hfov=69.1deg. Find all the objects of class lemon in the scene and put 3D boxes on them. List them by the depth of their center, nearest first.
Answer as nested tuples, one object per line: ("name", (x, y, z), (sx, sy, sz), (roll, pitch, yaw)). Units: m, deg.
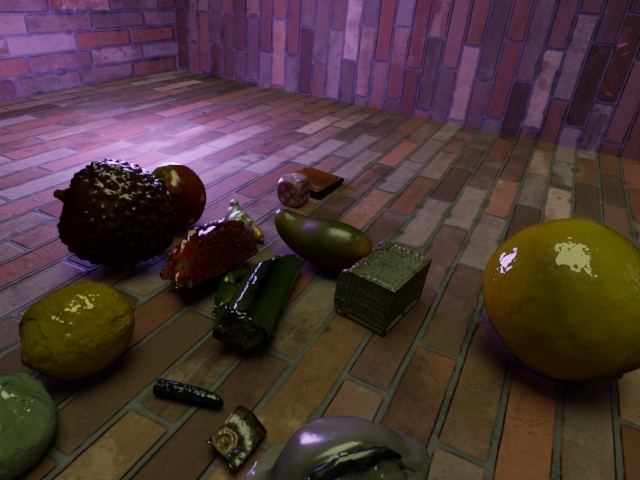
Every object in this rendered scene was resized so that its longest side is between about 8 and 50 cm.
("lemon", (-0.448, 0.164, 0.867), (0.181, 0.180, 0.193), (28, 66, 34))
("lemon", (0.507, 0.120, 0.955), (0.348, 0.347, 0.348), (4, 30, -2))

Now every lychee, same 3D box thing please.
("lychee", (-0.511, -0.065, 1.162), (0.304, 0.275, 0.275), (19, 28, -11))

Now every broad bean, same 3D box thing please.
("broad bean", (-0.218, 0.122, 1.105), (0.070, 0.048, 0.213), (6, 27, 3))

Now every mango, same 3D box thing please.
("mango", (0.003, 0.003, 1.254), (0.289, 0.146, 0.129), (19, 73, 32))

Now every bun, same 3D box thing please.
("bun", (-0.516, 0.279, 0.719), (0.196, 0.118, 0.195), (1, 28, -1))

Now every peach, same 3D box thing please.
("peach", (-0.420, -0.121, 1.363), (0.197, 0.197, 0.197), (4, 30, -2))

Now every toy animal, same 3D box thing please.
("toy animal", (-0.244, -0.028, 1.345), (0.127, 0.131, 0.181), (-29, 24, 5))

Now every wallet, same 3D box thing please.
("wallet", (-0.024, -0.218, 1.738), (0.161, 0.042, 0.195), (23, 32, 20))

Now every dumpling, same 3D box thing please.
("dumpling", (0.014, 0.325, 0.685), (0.293, 0.163, 0.204), (-12, 37, -7))

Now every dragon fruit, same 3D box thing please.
("dragon fruit", (-0.298, 0.019, 1.153), (0.161, 0.126, 0.274), (-1, 17, 33))

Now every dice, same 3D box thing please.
("dice", (-0.091, -0.176, 1.596), (0.091, 0.094, 0.093), (19, 34, 20))

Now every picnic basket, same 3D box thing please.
("picnic basket", (0.144, 0.102, 1.114), (0.154, 0.134, 0.196), (27, 36, 27))

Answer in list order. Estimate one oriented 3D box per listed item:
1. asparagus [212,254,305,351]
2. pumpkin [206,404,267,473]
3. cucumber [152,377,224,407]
("asparagus", (-0.126, 0.111, 1.079), (0.128, 0.108, 0.382), (23, 29, 0))
("pumpkin", (-0.139, 0.332, 0.772), (0.073, 0.035, 0.101), (31, 34, 19))
("cucumber", (-0.237, 0.279, 0.845), (0.133, 0.032, 0.032), (10, 30, 10))
